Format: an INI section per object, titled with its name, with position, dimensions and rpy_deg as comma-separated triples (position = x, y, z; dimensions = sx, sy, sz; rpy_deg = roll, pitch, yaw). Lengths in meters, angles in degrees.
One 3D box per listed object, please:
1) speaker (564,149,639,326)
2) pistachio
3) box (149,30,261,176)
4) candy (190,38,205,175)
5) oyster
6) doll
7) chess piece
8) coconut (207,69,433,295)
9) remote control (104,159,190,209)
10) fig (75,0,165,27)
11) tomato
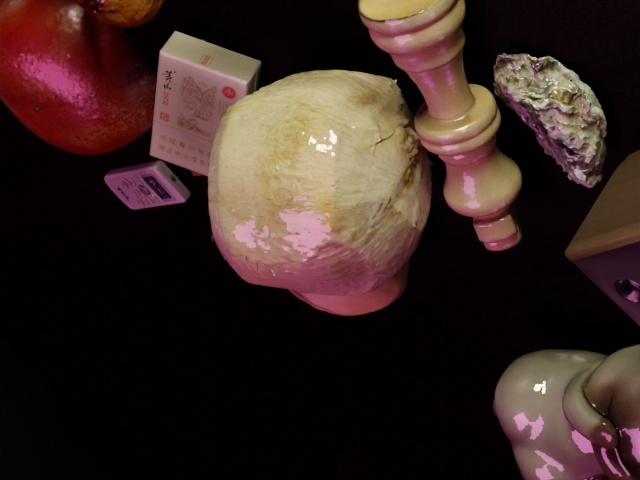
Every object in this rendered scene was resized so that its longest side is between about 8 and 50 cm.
[speaker]
position = 0.415, -0.016, 1.491
dimensions = 0.153, 0.192, 0.231
rpy_deg = 42, 153, -14
[pistachio]
position = 0.000, 0.000, 2.006
dimensions = 0.299, 0.187, 0.187
rpy_deg = 25, 151, 31
[box]
position = -0.167, -0.187, 1.964
dimensions = 0.141, 0.058, 0.201
rpy_deg = 20, 136, 9
[candy]
position = -0.169, -0.196, 2.039
dimensions = 0.077, 0.073, 0.262
rpy_deg = 11, 140, 8
[oyster]
position = 0.269, -0.146, 1.594
dimensions = 0.177, 0.064, 0.125
rpy_deg = 40, 160, 13
[doll]
position = 0.401, 0.247, 1.905
dimensions = 0.370, 0.226, 0.215
rpy_deg = -14, 91, 62
[chess piece]
position = 0.164, -0.140, 1.647
dimensions = 0.117, 0.117, 0.397
rpy_deg = 12, 142, 39
[coconut]
position = 0.014, -0.074, 1.759
dimensions = 0.254, 0.297, 0.297
rpy_deg = 7, 144, 20
[remote control]
position = -0.304, -0.094, 2.376
dimensions = 0.190, 0.029, 0.087
rpy_deg = -4, 133, 52
[fig]
position = -0.239, -0.370, 1.791
dimensions = 0.201, 0.134, 0.146
rpy_deg = -30, 158, 37
[tomato]
position = -0.406, -0.248, 2.134
dimensions = 0.338, 0.144, 0.338
rpy_deg = 26, 152, 15
